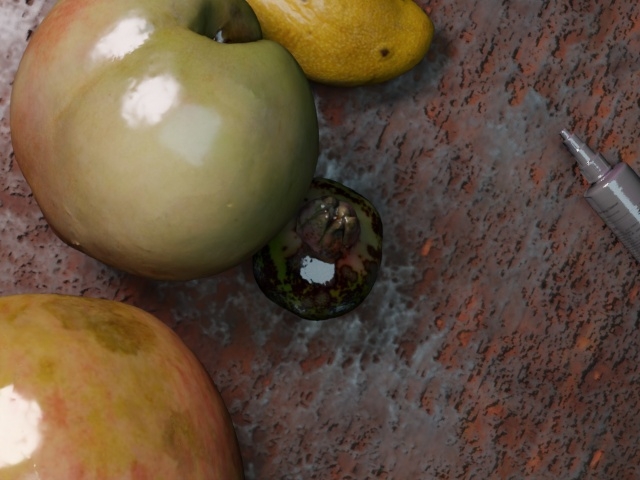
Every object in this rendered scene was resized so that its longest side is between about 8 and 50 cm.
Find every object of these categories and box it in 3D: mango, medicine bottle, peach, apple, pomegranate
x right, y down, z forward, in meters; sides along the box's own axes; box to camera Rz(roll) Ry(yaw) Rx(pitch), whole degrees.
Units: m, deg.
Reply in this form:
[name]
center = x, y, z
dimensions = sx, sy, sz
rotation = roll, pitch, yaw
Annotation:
[mango]
center = -0.011, -0.241, 1.479
dimensions = 0.262, 0.109, 0.157
rotation = 34, 87, -6
[medicine bottle]
center = 0.304, -0.035, 1.544
dimensions = 0.057, 0.057, 0.199
rotation = -42, 95, -4
[peach]
center = -0.147, -0.100, 1.394
dimensions = 0.292, 0.247, 0.292
rotation = 5, 104, 20
[apple]
center = -0.246, 0.216, 1.348
dimensions = 0.364, 0.364, 0.364
rotation = 0, 91, -6
[pomegranate]
center = 0.008, 0.006, 1.466
dimensions = 0.125, 0.163, 0.138
rotation = 32, 66, -24
